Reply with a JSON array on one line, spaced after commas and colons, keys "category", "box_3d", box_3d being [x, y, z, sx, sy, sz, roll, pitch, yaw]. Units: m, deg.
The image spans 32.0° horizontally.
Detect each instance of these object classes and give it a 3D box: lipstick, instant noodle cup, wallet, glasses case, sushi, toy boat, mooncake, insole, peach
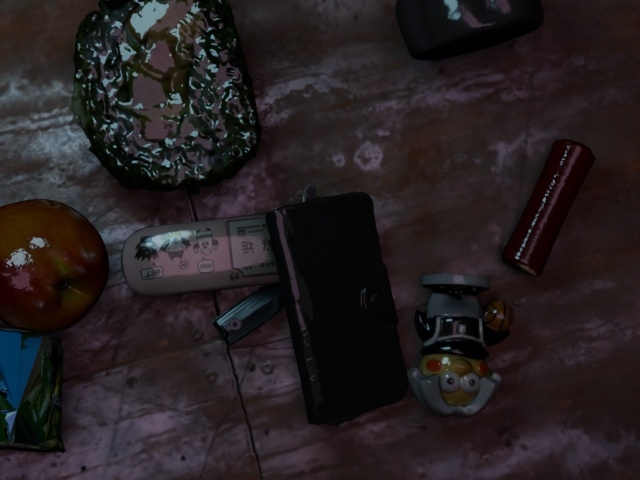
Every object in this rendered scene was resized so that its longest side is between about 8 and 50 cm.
[{"category": "lipstick", "box_3d": [0.394, -0.058, 1.934, 0.080, 0.080, 0.241, 26, 84, -3]}, {"category": "instant noodle cup", "box_3d": [-0.507, 0.238, 1.761, 0.240, 0.240, 0.178, 4, 77, -5]}, {"category": "wallet", "box_3d": [0.034, 0.113, 1.868, 0.197, 0.051, 0.378, -13, 95, -23]}, {"category": "glasses case", "box_3d": [-0.175, 0.023, 1.871, 0.314, 0.075, 0.122, -6, 88, -9]}, {"category": "sushi", "box_3d": [-0.257, -0.248, 1.833, 0.294, 0.178, 0.352, -12, 90, -4]}, {"category": "toy boat", "box_3d": [-0.111, 0.119, 1.883, 0.141, 0.060, 0.055, -35, 90, -14]}, {"category": "mooncake", "box_3d": [0.248, -0.380, 1.863, 0.244, 0.245, 0.133, -15, 85, -7]}, {"category": "insole", "box_3d": [0.000, 0.000, 1.905, 0.004, 0.065, 0.197, -12, 88, 36]}, {"category": "peach", "box_3d": [-0.458, 0.038, 1.767, 0.243, 0.243, 0.200, 10, 112, -5]}]

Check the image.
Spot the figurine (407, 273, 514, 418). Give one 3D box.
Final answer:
[{"category": "figurine", "box_3d": [0.235, 0.180, 1.877, 0.176, 0.133, 0.236, 5, 82, -3]}]
